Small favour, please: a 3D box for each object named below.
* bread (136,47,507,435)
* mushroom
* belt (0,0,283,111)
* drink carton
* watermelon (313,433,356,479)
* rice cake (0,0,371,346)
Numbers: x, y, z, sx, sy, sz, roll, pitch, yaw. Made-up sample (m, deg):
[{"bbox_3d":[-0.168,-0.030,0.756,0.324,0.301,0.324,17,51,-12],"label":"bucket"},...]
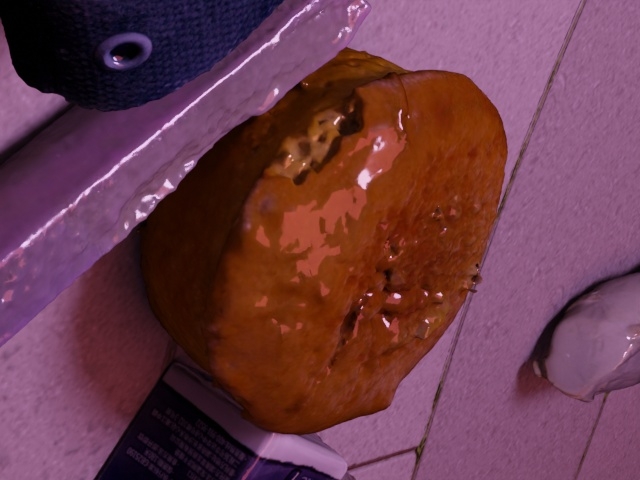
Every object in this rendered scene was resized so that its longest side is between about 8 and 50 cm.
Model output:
[{"bbox_3d":[0.000,0.000,1.021,0.268,0.146,0.268,-32,139,-33],"label":"bread"},{"bbox_3d":[0.345,0.065,1.652,0.351,0.097,0.109,-31,144,-45],"label":"mushroom"},{"bbox_3d":[-0.070,-0.171,0.763,0.218,0.122,0.128,-47,160,-26],"label":"belt"},{"bbox_3d":[-0.098,0.212,1.116,0.222,0.102,0.134,-57,152,-1],"label":"drink carton"},{"bbox_3d":[-0.030,0.267,1.256,0.310,0.193,0.231,-6,143,-39],"label":"watermelon"},{"bbox_3d":[-0.122,-0.039,0.872,0.399,0.070,0.064,-43,143,-25],"label":"rice cake"}]
